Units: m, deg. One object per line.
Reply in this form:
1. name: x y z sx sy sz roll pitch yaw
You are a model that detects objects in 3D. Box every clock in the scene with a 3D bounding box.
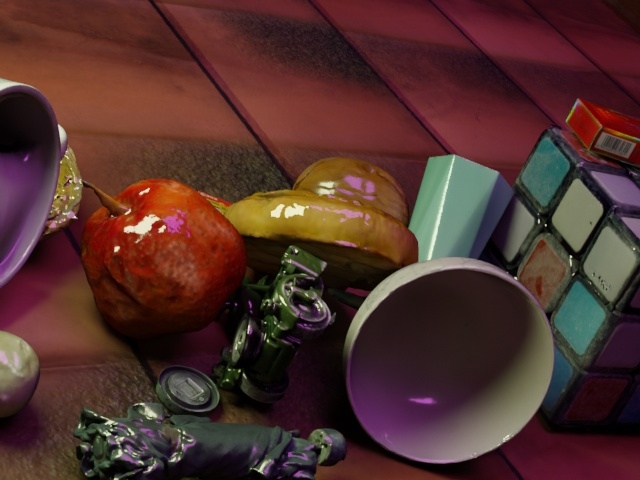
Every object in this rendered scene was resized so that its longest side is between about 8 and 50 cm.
1. clock: -0.170 0.193 1.597 0.085 0.017 0.085 22 30 -13

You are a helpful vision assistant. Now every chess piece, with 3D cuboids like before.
1. chess piece: -0.428 0.116 1.392 0.243 0.133 0.133 26 29 -15

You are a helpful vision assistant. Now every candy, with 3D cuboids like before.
1. candy: -0.168 -0.022 1.916 0.062 0.038 0.122 20 30 -16

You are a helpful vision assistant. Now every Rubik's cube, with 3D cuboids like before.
1. Rubik's cube: 0.490 0.068 2.032 0.362 0.363 0.359 4 36 -31

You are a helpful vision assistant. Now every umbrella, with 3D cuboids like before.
1. umbrella: -0.118 0.254 1.470 0.349 0.094 0.143 6 30 -38

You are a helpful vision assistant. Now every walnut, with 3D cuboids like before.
1. walnut: 0.050 -0.052 2.034 0.207 0.167 0.167 20 30 -19

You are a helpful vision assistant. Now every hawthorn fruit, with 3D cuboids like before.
1. hawthorn fruit: -0.224 0.000 1.616 0.243 0.207 0.207 54 16 -32

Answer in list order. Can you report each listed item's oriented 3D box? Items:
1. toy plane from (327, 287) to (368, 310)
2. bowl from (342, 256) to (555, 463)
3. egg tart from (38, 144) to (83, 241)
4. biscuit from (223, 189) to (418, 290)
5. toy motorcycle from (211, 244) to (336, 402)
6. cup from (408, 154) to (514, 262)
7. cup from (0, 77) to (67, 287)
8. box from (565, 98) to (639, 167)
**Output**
1. toy plane: 0.109 0.131 1.870 0.262 0.088 0.192 18 27 -24
2. bowl: 0.163 0.148 1.717 0.287 0.287 0.144 21 13 -15
3. egg tart: -0.434 -0.070 1.703 0.252 0.098 0.232 37 45 19
4. biscuit: 0.000 0.000 1.804 0.296 0.296 0.102 16 75 -22
5. toy motorcycle: -0.062 0.095 1.663 0.127 0.205 0.275 23 35 -8
6. cup: 0.200 -0.005 1.994 0.134 0.235 0.148 12 -19 37
7. cup: -0.475 -0.110 1.526 0.275 0.259 0.357 17 25 15
8. box: 0.492 -0.162 2.004 0.175 0.048 0.112 16 25 -21
